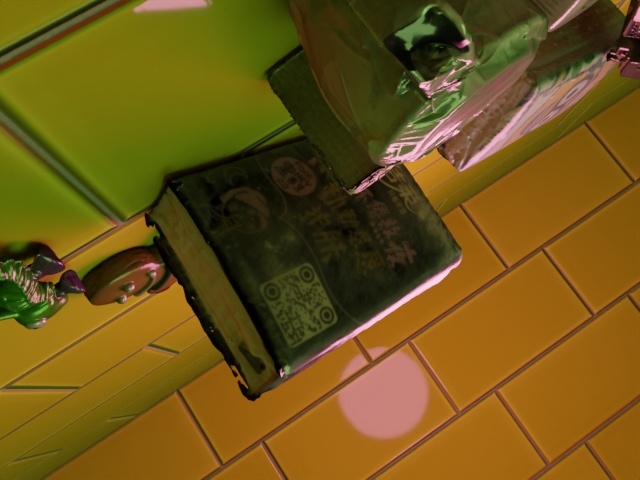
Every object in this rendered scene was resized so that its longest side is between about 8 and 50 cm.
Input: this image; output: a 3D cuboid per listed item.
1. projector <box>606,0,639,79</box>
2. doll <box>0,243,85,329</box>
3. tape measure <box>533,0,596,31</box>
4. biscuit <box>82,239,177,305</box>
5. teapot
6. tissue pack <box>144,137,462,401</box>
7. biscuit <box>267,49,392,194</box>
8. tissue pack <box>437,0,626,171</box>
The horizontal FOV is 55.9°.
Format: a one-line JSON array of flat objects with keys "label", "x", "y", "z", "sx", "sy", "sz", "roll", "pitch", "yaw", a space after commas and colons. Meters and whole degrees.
[{"label": "projector", "x": 0.461, "y": -0.338, "z": 0.791, "sx": 0.269, "sy": 0.088, "sz": 0.193, "roll": 10, "pitch": 97, "yaw": -74}, {"label": "doll", "x": -0.316, "y": 0.055, "z": 0.627, "sx": 0.115, "sy": 0.050, "sz": 0.190, "roll": -38, "pitch": 169, "yaw": -18}, {"label": "tape measure", "x": 0.301, "y": -0.341, "z": 0.593, "sx": 0.235, "sy": 0.115, "sz": 0.207, "roll": -40, "pitch": 172, "yaw": -17}, {"label": "biscuit", "x": -0.192, "y": 0.023, "z": 0.864, "sx": 0.302, "sy": 0.049, "sz": 0.197, "roll": -24, "pitch": 163, "yaw": -40}, {"label": "teapot", "x": 0.044, "y": -0.157, "z": 0.450, "sx": 0.222, "sy": 0.178, "sz": 0.163, "roll": -31, "pitch": 168, "yaw": -48}, {"label": "tissue pack", "x": 0.000, "y": 0.000, "z": 0.770, "sx": 0.361, "sy": 0.259, "sz": 0.122, "roll": -26, "pitch": 170, "yaw": -42}, {"label": "biscuit", "x": 0.082, "y": -0.171, "z": 0.576, "sx": 0.250, "sy": 0.147, "sz": 0.046, "roll": -37, "pitch": 172, "yaw": 6}, {"label": "tissue pack", "x": 0.345, "y": -0.263, "z": 1.000, "sx": 0.311, "sy": 0.128, "sz": 0.228, "roll": -30, "pitch": 168, "yaw": -31}]
